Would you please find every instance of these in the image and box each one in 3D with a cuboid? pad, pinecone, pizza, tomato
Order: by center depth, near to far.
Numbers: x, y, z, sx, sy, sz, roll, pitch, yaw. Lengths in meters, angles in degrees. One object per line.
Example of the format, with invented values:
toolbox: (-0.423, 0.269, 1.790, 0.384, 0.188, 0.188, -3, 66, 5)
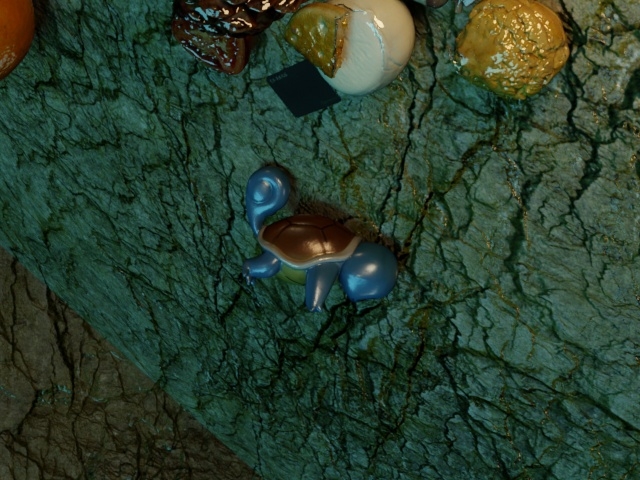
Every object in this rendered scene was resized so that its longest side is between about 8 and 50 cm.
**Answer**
pinecone: (-0.130, -0.480, 1.659, 0.242, 0.298, 0.296, 7, 173, -31)
pizza: (0.004, -0.341, 1.683, 0.130, 0.041, 0.178, 58, 148, -5)
tomato: (-0.205, -0.423, 1.974, 0.174, 0.082, 0.166, 29, 152, 6)
pad: (-0.037, -0.309, 2.033, 0.157, 0.003, 0.112, -12, 123, 52)

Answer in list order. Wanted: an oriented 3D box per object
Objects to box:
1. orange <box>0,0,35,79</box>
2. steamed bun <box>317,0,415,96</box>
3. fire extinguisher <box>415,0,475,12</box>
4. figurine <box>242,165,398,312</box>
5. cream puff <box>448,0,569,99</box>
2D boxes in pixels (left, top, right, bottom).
orange: (-0.861, -0.524, 2.257, 0.424, 0.326, 0.423, 24, 146, 17)
steamed bun: (0.081, -0.354, 1.734, 0.177, 0.131, 0.228, 46, 150, 7)
fire extinguisher: (0.168, -0.432, 1.598, 0.252, 0.075, 0.106, 27, 147, 17)
figurine: (-0.029, 0.027, 2.293, 0.416, 0.243, 0.298, 37, -168, 6)
cream puff: (0.295, -0.305, 1.592, 0.189, 0.129, 0.189, 24, 143, 20)
